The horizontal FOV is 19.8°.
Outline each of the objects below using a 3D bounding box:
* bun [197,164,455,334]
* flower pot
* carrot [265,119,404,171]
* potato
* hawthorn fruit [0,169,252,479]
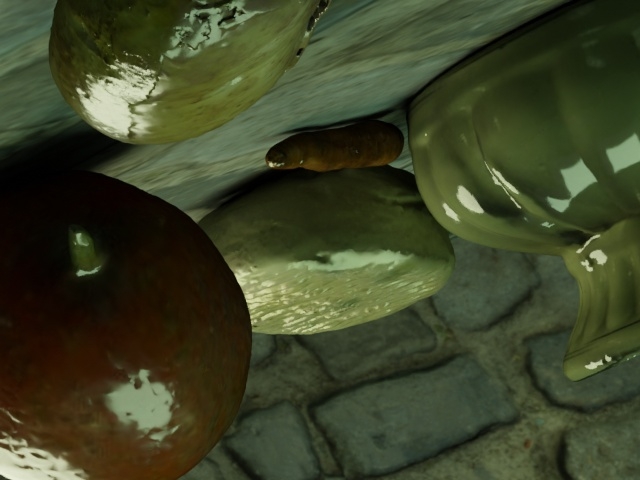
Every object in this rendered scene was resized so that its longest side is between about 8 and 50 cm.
[{"bbox_3d":[0.000,0.000,1.493,0.210,0.116,0.237,-24,160,35],"label":"bun"},{"bbox_3d":[0.237,-0.047,1.372,0.307,0.244,0.307,-23,176,-2],"label":"flower pot"},{"bbox_3d":[0.009,-0.066,1.330,0.035,0.036,0.165,-28,171,36],"label":"carrot"},{"bbox_3d":[-0.049,-0.086,0.674,0.107,0.080,0.170,-21,169,-12],"label":"potato"},{"bbox_3d":[-0.136,0.040,1.048,0.199,0.199,0.251,-22,158,-16],"label":"hawthorn fruit"}]
